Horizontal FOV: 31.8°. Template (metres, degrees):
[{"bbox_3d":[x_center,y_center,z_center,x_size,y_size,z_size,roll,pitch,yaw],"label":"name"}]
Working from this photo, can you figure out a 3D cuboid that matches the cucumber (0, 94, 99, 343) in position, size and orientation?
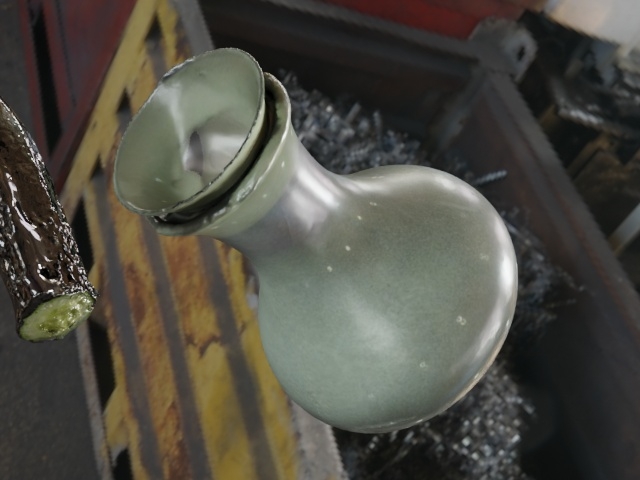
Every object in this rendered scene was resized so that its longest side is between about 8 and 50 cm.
[{"bbox_3d":[-0.139,-0.030,0.482,0.043,0.039,0.163,26,29,-55],"label":"cucumber"}]

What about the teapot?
[{"bbox_3d":[0.000,0.000,0.679,0.251,0.183,0.183,41,26,-42],"label":"teapot"}]
